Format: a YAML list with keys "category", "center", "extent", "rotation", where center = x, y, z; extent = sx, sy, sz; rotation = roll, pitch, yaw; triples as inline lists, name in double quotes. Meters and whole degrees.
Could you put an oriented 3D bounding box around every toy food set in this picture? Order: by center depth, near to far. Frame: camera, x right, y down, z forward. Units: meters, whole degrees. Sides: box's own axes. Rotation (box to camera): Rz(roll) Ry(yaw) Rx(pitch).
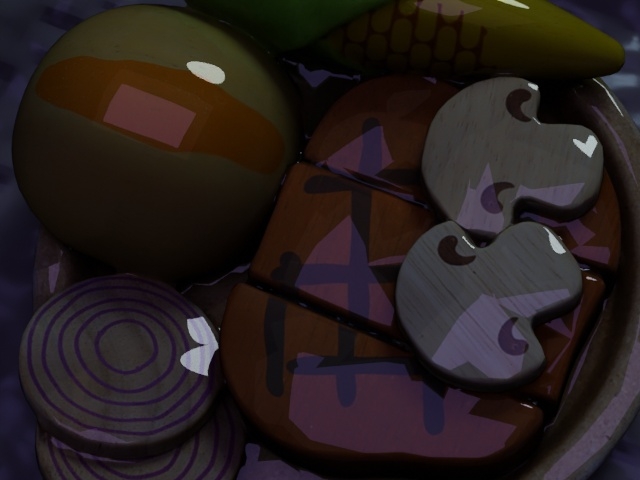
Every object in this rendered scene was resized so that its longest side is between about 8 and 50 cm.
- category: "toy food set"
  center: [0.000, 0.000, 0.323]
  extent: [0.132, 0.038, 0.192]
  rotation: [15, 70, 13]
